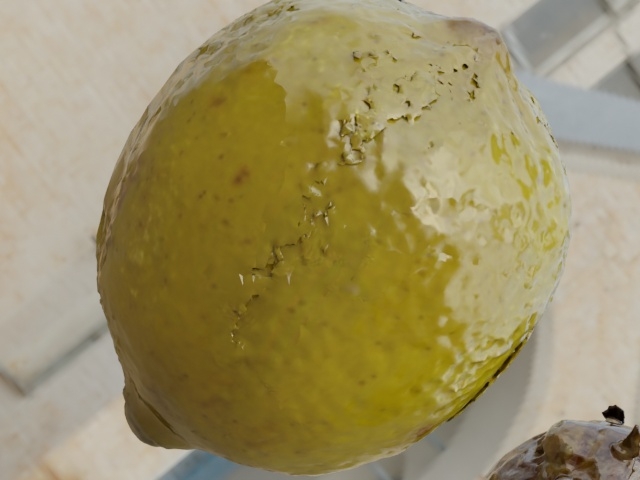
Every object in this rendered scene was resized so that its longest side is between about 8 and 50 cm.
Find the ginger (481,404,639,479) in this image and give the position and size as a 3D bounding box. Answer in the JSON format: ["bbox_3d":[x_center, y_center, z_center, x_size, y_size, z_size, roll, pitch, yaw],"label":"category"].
[{"bbox_3d":[0.290,0.253,1.247,0.418,0.176,0.254,8,-55,35],"label":"ginger"}]

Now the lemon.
[{"bbox_3d":[0.000,0.000,0.953,0.258,0.310,0.258,38,8,-7],"label":"lemon"}]
